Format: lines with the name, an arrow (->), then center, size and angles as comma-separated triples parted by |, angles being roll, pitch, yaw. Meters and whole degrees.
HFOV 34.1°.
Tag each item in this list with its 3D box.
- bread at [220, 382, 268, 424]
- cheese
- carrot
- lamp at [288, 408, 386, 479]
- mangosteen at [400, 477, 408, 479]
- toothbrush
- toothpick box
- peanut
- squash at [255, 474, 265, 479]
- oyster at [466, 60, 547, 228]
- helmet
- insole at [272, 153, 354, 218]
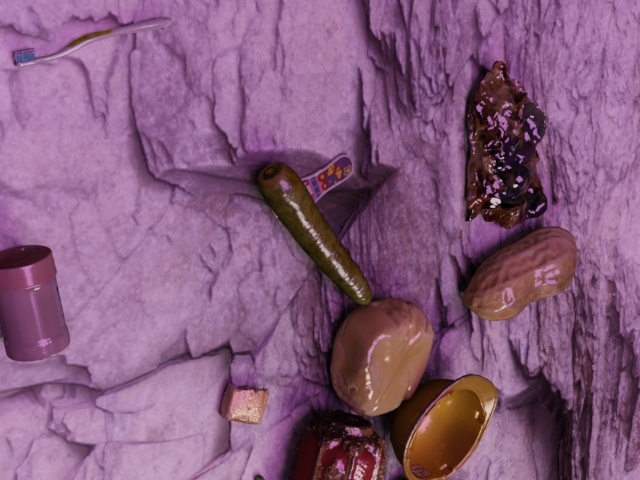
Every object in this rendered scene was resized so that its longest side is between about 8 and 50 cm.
bread -> -0.138, 0.296, 1.882 | 0.083, 0.035, 0.070 | 10, 95, -33
cheese -> 0.123, 0.226, 2.027 | 0.214, 0.117, 0.225 | -8, 112, -41
carrot -> 0.000, 0.000, 1.878 | 0.074, 0.074, 0.358 | -49, 125, -18
lamp -> 0.026, 0.464, 1.975 | 0.177, 0.177, 0.273 | 8, 95, -40
mangosteen -> 0.188, 0.535, 2.183 | 0.081, 0.081, 0.080 | -11, 109, -36
toothbrush -> -0.338, -0.300, 1.570 | 0.263, 0.022, 0.026 | -22, 126, -33
toothpick box -> -0.433, 0.092, 1.548 | 0.098, 0.098, 0.148 | -20, 114, -33
peanut -> 0.433, 0.072, 2.209 | 0.313, 0.152, 0.152 | -24, 116, -30
squash -> -0.101, 0.478, 1.966 | 0.027, 0.027, 0.089 | -42, 123, -22
oyster -> 0.404, -0.195, 2.151 | 0.221, 0.096, 0.361 | -18, 115, -41
helmet -> 0.224, 0.359, 2.117 | 0.205, 0.140, 0.257 | 32, 90, -41
insole -> -0.011, -0.097, 1.897 | 0.197, 0.004, 0.065 | -34, 120, -27
